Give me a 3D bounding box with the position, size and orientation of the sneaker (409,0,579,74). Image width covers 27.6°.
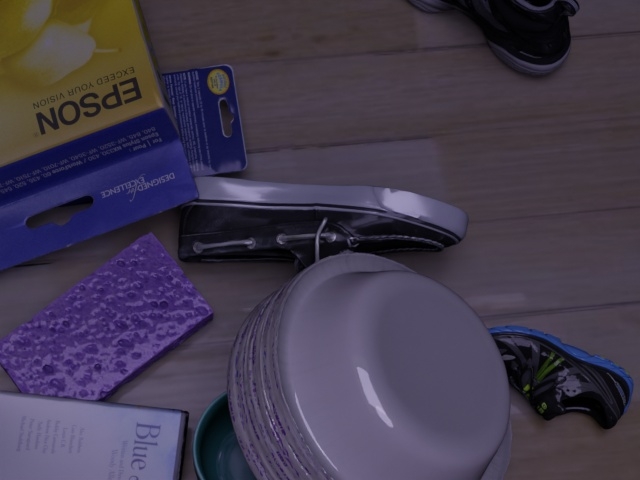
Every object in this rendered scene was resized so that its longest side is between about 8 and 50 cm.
[{"bbox_3d":[0.181,-0.309,1.470,0.268,0.153,0.101,38,72,11],"label":"sneaker"}]

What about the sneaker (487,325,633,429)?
[{"bbox_3d":[0.231,0.143,1.351,0.188,0.067,0.078,20,64,1],"label":"sneaker"}]

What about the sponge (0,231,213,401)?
[{"bbox_3d":[-0.227,0.097,1.365,0.210,0.031,0.117,-37,75,-15],"label":"sponge"}]

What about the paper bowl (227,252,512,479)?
[{"bbox_3d":[0.065,0.143,1.232,0.284,0.148,0.284,22,51,-30],"label":"paper bowl"}]

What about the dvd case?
[{"bbox_3d":[-0.266,0.246,1.295,0.253,0.022,0.180,6,81,-1],"label":"dvd case"}]

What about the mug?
[{"bbox_3d":[-0.056,0.227,1.290,0.129,0.097,0.157,-19,72,-10],"label":"mug"}]

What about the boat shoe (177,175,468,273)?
[{"bbox_3d":[-0.001,-0.001,1.371,0.306,0.113,0.105,6,76,2],"label":"boat shoe"}]

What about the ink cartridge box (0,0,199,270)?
[{"bbox_3d":[-0.316,-0.139,1.394,0.304,0.072,0.307,-20,68,3],"label":"ink cartridge box"}]

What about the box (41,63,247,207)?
[{"bbox_3d":[-0.199,-0.117,1.442,0.225,0.036,0.136,-8,70,-4],"label":"box"}]
